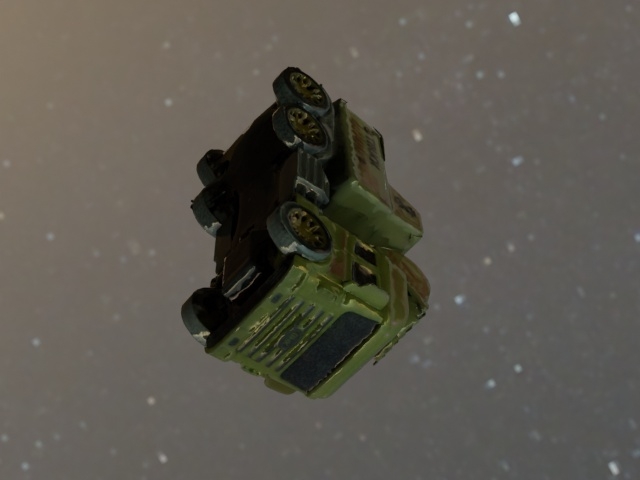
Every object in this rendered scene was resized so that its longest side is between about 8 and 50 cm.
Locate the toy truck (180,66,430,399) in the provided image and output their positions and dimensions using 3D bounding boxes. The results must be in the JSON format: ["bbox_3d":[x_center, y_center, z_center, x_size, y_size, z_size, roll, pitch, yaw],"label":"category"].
[{"bbox_3d":[0.000,0.000,0.836,0.085,0.116,0.191,-46,-155,28],"label":"toy truck"}]
